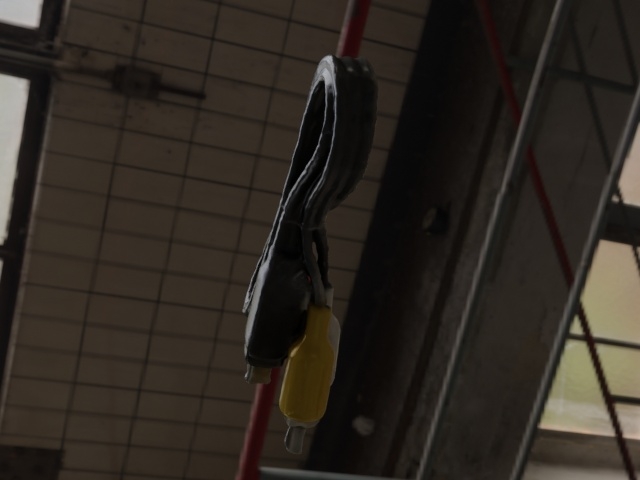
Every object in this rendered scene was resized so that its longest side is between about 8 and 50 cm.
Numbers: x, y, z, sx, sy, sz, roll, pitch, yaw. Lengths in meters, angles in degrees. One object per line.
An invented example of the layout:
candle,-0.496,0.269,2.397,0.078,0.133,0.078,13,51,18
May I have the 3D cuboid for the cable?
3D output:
cable,0.000,0.000,0.568,0.139,0.072,0.287,-98,21,-52
